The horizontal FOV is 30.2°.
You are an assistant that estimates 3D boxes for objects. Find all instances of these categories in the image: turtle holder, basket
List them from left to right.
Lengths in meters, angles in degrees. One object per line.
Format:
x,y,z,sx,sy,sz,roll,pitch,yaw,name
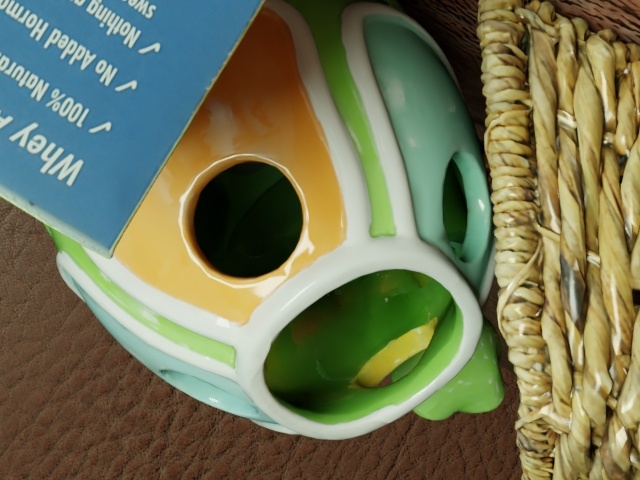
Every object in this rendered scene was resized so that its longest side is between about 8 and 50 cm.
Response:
-0.018,0.003,0.658,0.320,0.243,0.227,83,160,-47,turtle holder
0.147,0.045,0.623,0.223,0.213,0.299,28,175,17,basket

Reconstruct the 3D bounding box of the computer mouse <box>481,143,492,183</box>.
0.073,-0.074,0.904,0.242,0.041,0.071,29,174,12,computer mouse

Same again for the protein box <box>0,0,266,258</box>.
-0.103,-0.137,0.337,0.200,0.201,0.136,33,175,-24,protein box

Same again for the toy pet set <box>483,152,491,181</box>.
0.069,-0.086,0.831,0.114,0.065,0.122,-16,150,32,toy pet set
